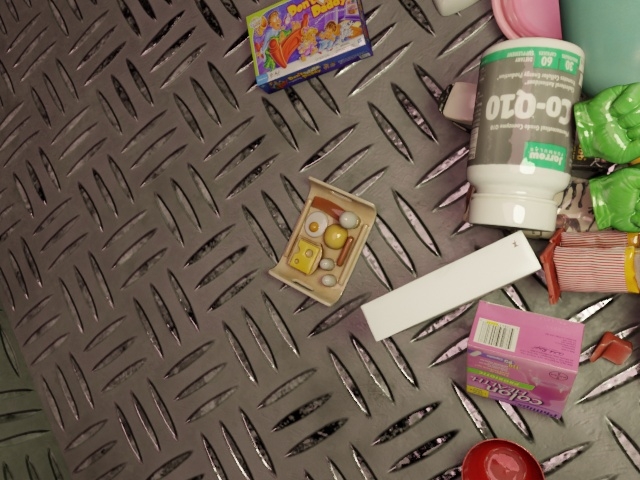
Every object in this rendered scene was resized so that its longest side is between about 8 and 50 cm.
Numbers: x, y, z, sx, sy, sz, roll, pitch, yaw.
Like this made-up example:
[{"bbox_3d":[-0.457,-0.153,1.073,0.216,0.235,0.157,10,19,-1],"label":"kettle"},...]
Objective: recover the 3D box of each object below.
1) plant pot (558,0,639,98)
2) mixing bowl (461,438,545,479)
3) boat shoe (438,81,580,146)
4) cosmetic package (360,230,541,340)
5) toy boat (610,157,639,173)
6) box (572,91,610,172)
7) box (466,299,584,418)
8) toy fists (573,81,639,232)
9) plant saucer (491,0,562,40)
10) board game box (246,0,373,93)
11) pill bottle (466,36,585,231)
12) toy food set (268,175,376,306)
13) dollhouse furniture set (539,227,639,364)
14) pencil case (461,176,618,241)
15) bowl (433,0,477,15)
[{"bbox_3d":[0.645,-0.426,1.082,0.293,0.293,0.235,0,119,23],"label":"plant pot"},{"bbox_3d":[0.430,0.546,1.233,0.182,0.098,0.181,-2,84,24],"label":"mixing bowl"},{"bbox_3d":[0.464,-0.291,1.264,0.341,0.158,0.127,27,100,28],"label":"boat shoe"},{"bbox_3d":[0.313,0.109,1.227,0.377,0.284,0.097,-28,74,18],"label":"cosmetic package"},{"bbox_3d":[0.709,-0.184,1.102,0.267,0.318,0.148,45,134,28],"label":"toy boat"},{"bbox_3d":[0.610,-0.287,1.266,0.183,0.056,0.230,10,88,23],"label":"box"},{"bbox_3d":[0.443,0.266,1.168,0.214,0.243,0.117,12,56,23],"label":"box"},{"bbox_3d":[0.563,-0.144,0.961,0.142,0.096,0.279,-11,103,32],"label":"toy fists"},{"bbox_3d":[0.587,-0.608,1.263,0.332,0.084,0.331,4,101,24],"label":"plant saucer"},{"bbox_3d":[-0.038,-0.607,1.560,0.347,0.078,0.233,-15,79,21],"label":"board game box"},{"bbox_3d":[0.412,-0.204,1.081,0.204,0.204,0.360,7,91,23],"label":"pill bottle"},{"bbox_3d":[0.000,0.000,1.474,0.220,0.092,0.306,26,94,23],"label":"toy food set"},{"bbox_3d":[0.612,0.155,1.088,0.201,0.152,0.374,-6,114,41],"label":"dollhouse furniture set"},{"bbox_3d":[0.548,-0.085,1.214,0.411,0.160,0.183,15,83,24],"label":"pencil case"},{"bbox_3d":[0.362,-0.695,1.415,0.142,0.053,0.141,-22,76,21],"label":"bowl"}]
